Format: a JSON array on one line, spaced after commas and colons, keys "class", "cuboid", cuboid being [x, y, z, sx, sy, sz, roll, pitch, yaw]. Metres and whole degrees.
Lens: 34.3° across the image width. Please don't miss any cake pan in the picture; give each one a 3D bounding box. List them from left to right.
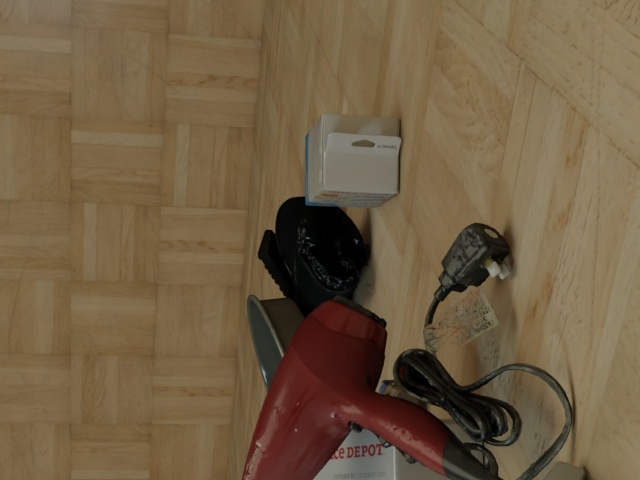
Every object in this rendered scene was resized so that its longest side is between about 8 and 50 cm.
[{"class": "cake pan", "cuboid": [-0.031, 0.207, 1.432, 0.293, 0.054, 0.293, 163, 90, -78]}]

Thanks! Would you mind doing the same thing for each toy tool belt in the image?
[{"class": "toy tool belt", "cuboid": [0.077, 0.161, 1.043, 0.051, 0.052, 0.083, -176, 89, -72]}]

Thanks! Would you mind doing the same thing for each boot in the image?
[{"class": "boot", "cuboid": [0.000, 0.000, 1.401, 0.207, 0.094, 0.246, 101, 161, -59]}]

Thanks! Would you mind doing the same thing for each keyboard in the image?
[{"class": "keyboard", "cuboid": [-0.040, 0.077, 1.525, 0.180, 0.023, 0.108, 57, -164, -23]}]

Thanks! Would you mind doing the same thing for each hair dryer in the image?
[{"class": "hair dryer", "cuboid": [0.036, 0.123, 0.785, 0.293, 0.080, 0.223, -40, 33, 26]}]

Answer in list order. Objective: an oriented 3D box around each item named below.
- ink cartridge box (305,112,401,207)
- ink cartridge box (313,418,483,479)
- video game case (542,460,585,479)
[{"class": "ink cartridge box", "cuboid": [0.036, -0.092, 1.219, 0.143, 0.092, 0.090, 148, 124, -79]}, {"class": "ink cartridge box", "cuboid": [0.061, 0.264, 0.875, 0.160, 0.092, 0.219, -27, 60, 58]}, {"class": "video game case", "cuboid": [0.101, 0.251, 0.605, 0.201, 0.023, 0.183, -28, -52, -56]}]
